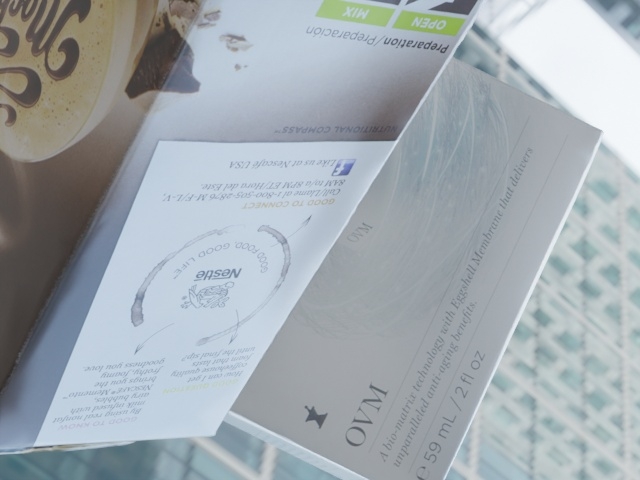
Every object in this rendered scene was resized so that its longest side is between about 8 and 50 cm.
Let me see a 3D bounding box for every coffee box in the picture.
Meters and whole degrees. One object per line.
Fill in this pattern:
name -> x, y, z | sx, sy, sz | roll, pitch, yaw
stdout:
coffee box -> -0.058, -0.080, 0.600 | 0.168, 0.119, 0.297 | 55, -52, 35

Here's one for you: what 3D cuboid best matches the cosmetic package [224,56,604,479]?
cosmetic package -> 0.000, 0.000, 0.888 | 0.138, 0.225, 0.224 | 111, 4, -80
